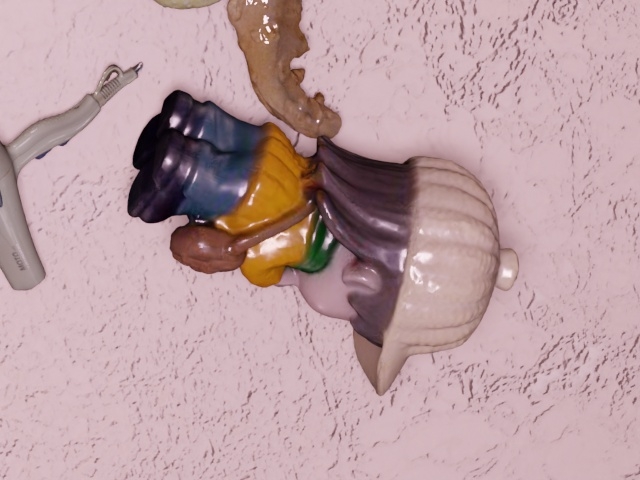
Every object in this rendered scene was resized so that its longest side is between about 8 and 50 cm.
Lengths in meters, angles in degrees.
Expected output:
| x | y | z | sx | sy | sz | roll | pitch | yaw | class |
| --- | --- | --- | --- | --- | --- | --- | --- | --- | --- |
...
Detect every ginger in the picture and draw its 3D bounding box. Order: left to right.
| x | y | z | sx | sy | sz | roll | pitch | yaw | class |
| --- | --- | --- | --- | --- | --- | --- | --- | --- | --- |
| -0.035 | -0.162 | 1.532 | 0.069 | 0.051 | 0.173 | -27 | 117 | -23 | ginger |

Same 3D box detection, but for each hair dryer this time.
| x | y | z | sx | sy | sz | roll | pitch | yaw | class |
| --- | --- | --- | --- | --- | --- | --- | --- | --- | --- |
| -0.227 | -0.052 | 1.501 | 0.199 | 0.067 | 0.167 | -21 | 119 | -28 | hair dryer |

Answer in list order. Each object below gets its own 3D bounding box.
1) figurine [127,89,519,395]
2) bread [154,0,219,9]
| x | y | z | sx | sy | sz | roll | pitch | yaw | class |
| --- | --- | --- | --- | --- | --- | --- | --- | --- | --- |
| 0.012 | -0.020 | 1.508 | 0.332 | 0.185 | 0.204 | 37 | 124 | -27 | figurine |
| -0.121 | -0.303 | 1.441 | 0.207 | 0.056 | 0.286 | -39 | 99 | -5 | bread |
